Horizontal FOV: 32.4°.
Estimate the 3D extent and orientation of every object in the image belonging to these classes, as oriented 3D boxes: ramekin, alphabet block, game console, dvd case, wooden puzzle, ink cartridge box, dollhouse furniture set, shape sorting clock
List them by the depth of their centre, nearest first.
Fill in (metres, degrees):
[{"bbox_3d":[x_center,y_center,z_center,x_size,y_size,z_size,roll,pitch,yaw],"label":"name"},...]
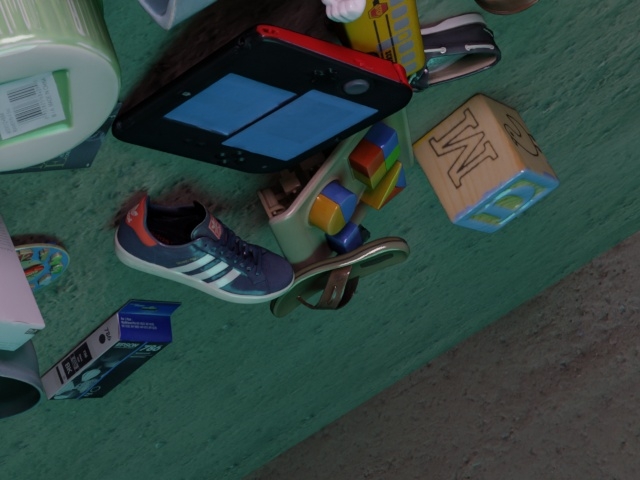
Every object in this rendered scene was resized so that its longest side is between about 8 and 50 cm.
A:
[{"bbox_3d":[-0.404,-0.221,1.411,0.303,0.148,0.303,-22,156,-10],"label":"ramekin"},{"bbox_3d":[-0.430,-0.157,1.682,0.221,0.018,0.164,-8,151,-37],"label":"dvd case"},{"bbox_3d":[-0.086,-0.206,1.723,0.342,0.060,0.386,6,158,-43],"label":"game console"},{"bbox_3d":[-0.552,0.062,1.983,0.206,0.040,0.206,-22,156,-10],"label":"shape sorting clock"},{"bbox_3d":[0.066,-0.085,2.121,0.348,0.080,0.322,-48,159,-11],"label":"wooden puzzle"},{"bbox_3d":[-0.028,-0.066,2.150,0.151,0.123,0.144,-27,157,1],"label":"dollhouse furniture set"},{"bbox_3d":[0.338,-0.153,2.259,0.193,0.197,0.192,-37,155,24],"label":"alphabet block"},{"bbox_3d":[-0.455,0.247,2.442,0.333,0.065,0.165,-40,152,27],"label":"ink cartridge box"}]

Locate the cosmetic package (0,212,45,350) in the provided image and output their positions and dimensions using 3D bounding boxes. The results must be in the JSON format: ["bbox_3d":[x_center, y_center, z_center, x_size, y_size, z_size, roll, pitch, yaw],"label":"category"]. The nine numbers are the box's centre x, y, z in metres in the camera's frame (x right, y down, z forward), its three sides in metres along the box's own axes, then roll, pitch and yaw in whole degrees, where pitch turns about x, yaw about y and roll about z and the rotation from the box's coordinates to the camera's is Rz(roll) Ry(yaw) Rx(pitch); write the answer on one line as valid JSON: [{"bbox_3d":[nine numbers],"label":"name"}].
[{"bbox_3d":[-0.537,0.056,1.744,0.085,0.231,0.117,-35,155,19],"label":"cosmetic package"}]

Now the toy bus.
[{"bbox_3d":[0.073,-0.355,1.673,0.130,0.108,0.332,-26,157,0],"label":"toy bus"}]

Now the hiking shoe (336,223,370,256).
[{"bbox_3d":[0.034,-0.004,2.357,0.114,0.086,0.227,-54,154,1],"label":"hiking shoe"}]

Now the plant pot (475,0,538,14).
[{"bbox_3d":[0.250,-0.441,1.630,0.167,0.167,0.165,-38,147,25],"label":"plant pot"}]

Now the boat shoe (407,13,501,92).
[{"bbox_3d":[0.169,-0.304,1.901,0.303,0.091,0.114,-23,156,-9],"label":"boat shoe"}]

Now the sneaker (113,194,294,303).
[{"bbox_3d":[-0.195,0.010,2.023,0.350,0.131,0.148,13,134,-21],"label":"sneaker"}]

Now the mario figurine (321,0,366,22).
[{"bbox_3d":[0.037,-0.414,1.424,0.320,0.198,0.170,-32,169,3],"label":"mario figurine"}]

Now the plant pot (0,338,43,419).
[{"bbox_3d":[-0.635,0.187,1.918,0.293,0.196,0.293,-6,156,-3],"label":"plant pot"}]

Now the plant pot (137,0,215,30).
[{"bbox_3d":[-0.120,-0.426,1.182,0.252,0.248,0.247,-31,162,-33],"label":"plant pot"}]

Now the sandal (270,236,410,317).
[{"bbox_3d":[0.038,0.084,2.156,0.303,0.086,0.120,-24,160,9],"label":"sandal"}]
